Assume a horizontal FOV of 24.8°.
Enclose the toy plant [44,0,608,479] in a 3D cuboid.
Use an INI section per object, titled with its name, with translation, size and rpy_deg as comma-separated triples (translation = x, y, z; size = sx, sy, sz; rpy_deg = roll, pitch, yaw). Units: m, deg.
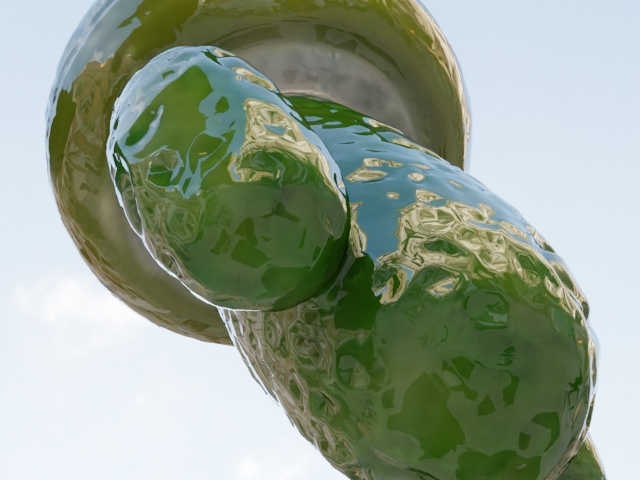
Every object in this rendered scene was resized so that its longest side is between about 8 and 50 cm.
[toy plant]
translation = 0.000, 0.000, 0.543
size = 0.184, 0.316, 0.224
rpy_deg = -41, -66, 5
